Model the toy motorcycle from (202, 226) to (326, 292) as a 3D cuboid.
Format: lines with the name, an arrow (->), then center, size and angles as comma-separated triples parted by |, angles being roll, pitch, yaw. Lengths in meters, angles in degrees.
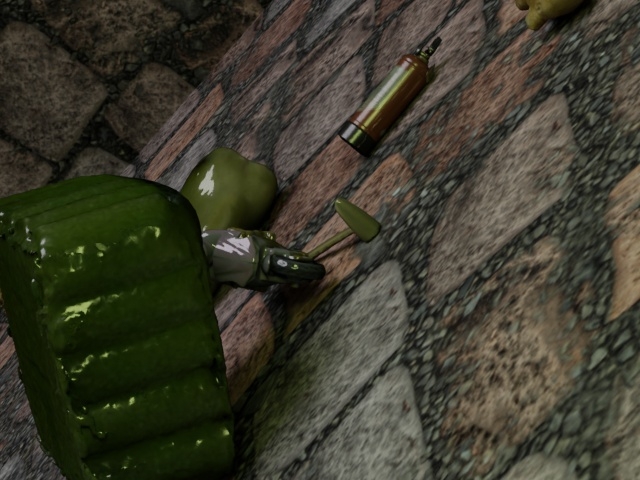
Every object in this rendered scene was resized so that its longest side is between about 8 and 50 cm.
toy motorcycle -> -0.089, 0.022, 1.890 | 0.225, 0.152, 0.073 | -169, 88, -73

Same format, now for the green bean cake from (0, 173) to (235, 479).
green bean cake -> -0.210, 0.101, 1.730 | 0.218, 0.335, 0.319 | -17, 19, -18

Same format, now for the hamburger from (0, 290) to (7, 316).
hamburger -> -0.344, 0.061, 2.390 | 0.260, 0.245, 0.211 | -7, 29, 6

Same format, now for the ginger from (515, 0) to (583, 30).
ginger -> 0.263, -0.318, 1.891 | 0.118, 0.065, 0.299 | -59, 10, 19

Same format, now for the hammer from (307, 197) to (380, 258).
hammer -> 0.000, 0.000, 1.907 | 0.195, 0.060, 0.028 | -34, 22, 57

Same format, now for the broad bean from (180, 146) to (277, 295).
broad bean -> -0.165, -0.008, 2.266 | 0.189, 0.121, 0.263 | -33, 24, 57

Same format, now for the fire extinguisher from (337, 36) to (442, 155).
fire extinguisher -> 0.096, -0.189, 2.086 | 0.177, 0.050, 0.062 | -51, -4, -2
